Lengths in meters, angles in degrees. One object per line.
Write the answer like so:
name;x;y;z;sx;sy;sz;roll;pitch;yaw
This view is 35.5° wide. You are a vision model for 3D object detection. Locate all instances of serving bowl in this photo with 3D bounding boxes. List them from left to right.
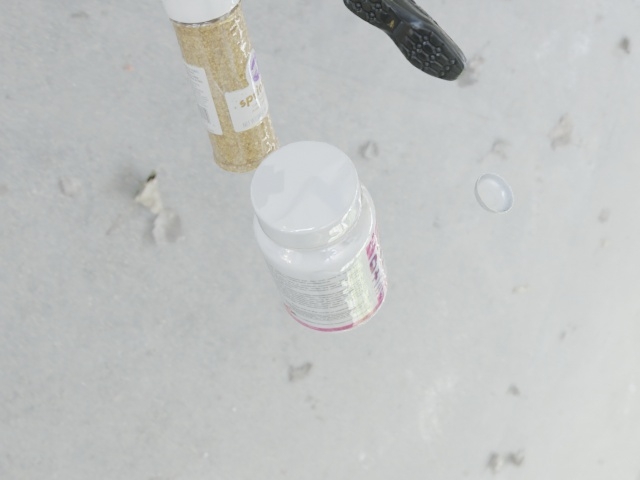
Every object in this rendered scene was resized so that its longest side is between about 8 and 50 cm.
serving bowl;0.318;-0.084;1.855;0.083;0.027;0.083;12;62;-24

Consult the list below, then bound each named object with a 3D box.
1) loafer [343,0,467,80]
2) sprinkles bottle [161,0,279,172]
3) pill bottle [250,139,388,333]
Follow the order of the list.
loafer;0.135;-0.331;1.523;0.076;0.223;0.078;-48;-173;43
sprinkles bottle;-0.158;-0.277;1.616;0.121;0.121;0.355;-38;140;-23
pill bottle;0.000;0.000;1.329;0.160;0.160;0.283;-47;155;-16
